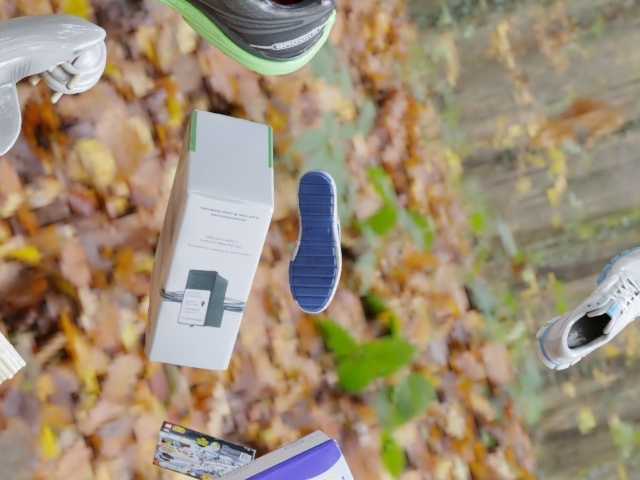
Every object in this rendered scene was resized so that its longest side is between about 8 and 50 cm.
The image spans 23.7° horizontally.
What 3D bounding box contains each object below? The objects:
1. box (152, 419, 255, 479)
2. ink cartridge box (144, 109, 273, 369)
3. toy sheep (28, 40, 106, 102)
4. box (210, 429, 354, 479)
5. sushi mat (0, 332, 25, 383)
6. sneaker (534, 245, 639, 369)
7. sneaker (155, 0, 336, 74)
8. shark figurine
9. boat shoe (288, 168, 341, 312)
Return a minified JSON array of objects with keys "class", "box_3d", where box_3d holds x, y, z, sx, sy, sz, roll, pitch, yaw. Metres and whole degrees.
[{"class":"box","box_3d":[-0.165,0.306,2.153,0.094,0.137,0.027,109,0,-53]},{"class":"ink cartridge box","box_3d":[-0.111,0.002,1.506,0.153,0.087,0.208,-94,-162,-53]},{"class":"toy sheep","box_3d":[-0.297,-0.215,1.814,0.132,0.091,0.091,-13,-85,56]},{"class":"box","box_3d":[-0.023,0.264,1.408,0.137,0.126,0.072,67,-11,-4]},{"class":"sushi mat","box_3d":[-0.400,0.046,1.305,0.019,0.151,0.316,18,-33,58]},{"class":"sneaker","box_3d":[0.333,0.077,1.740,0.071,0.191,0.083,47,-11,-1]},{"class":"sneaker","box_3d":[-0.183,-0.404,2.027,0.483,0.202,0.185,24,46,-23]},{"class":"shark figurine","box_3d":[-0.327,-0.119,1.314,0.278,0.166,0.116,-62,166,-23]},{"class":"boat shoe","box_3d":[0.000,0.000,1.945,0.066,0.066,0.183,-43,140,-78]}]
